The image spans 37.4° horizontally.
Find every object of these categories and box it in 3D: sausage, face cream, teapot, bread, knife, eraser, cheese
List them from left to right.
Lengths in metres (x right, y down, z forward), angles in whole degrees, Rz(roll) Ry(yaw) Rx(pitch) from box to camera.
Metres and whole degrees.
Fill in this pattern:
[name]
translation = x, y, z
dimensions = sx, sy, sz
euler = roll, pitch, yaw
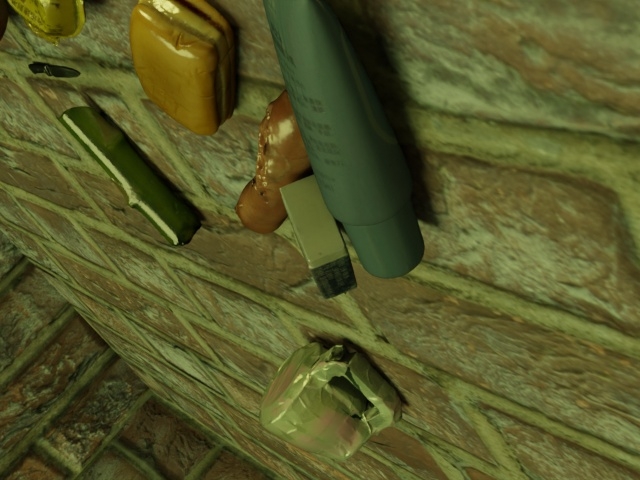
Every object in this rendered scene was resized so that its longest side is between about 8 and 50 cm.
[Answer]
[cheese]
translation = -0.325, -0.323, 1.072
dimensions = 0.156, 0.064, 0.250
euler = 36, 150, 14
[knife]
translation = -0.406, -0.258, 1.439
dimensions = 0.170, 0.010, 0.023
euler = 16, 147, 49
[bread]
translation = -0.147, -0.189, 1.008
dimensions = 0.116, 0.077, 0.200
euler = 31, 160, 7
[sausage]
translation = -0.043, -0.077, 1.031
dimensions = 0.078, 0.078, 0.304
euler = 41, 160, 3
[eraser]
translation = 0.000, 0.000, 1.039
dimensions = 0.212, 0.046, 0.091
euler = 68, 180, -75
[teapot]
translation = 0.024, 0.255, 1.546
dimensions = 0.178, 0.221, 0.163
euler = 37, -159, -13
[face cream]
translation = 0.018, -0.109, 0.834
dimensions = 0.135, 0.086, 0.385
euler = 61, 177, 46

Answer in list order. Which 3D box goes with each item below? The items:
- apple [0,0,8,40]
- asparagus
[apple]
translation = -0.545, -0.336, 1.311
dimensions = 0.209, 0.164, 0.209
euler = 34, 159, 15
[asparagus]
translation = -0.295, -0.105, 1.471
dimensions = 0.277, 0.067, 0.060
euler = 51, -174, -14
